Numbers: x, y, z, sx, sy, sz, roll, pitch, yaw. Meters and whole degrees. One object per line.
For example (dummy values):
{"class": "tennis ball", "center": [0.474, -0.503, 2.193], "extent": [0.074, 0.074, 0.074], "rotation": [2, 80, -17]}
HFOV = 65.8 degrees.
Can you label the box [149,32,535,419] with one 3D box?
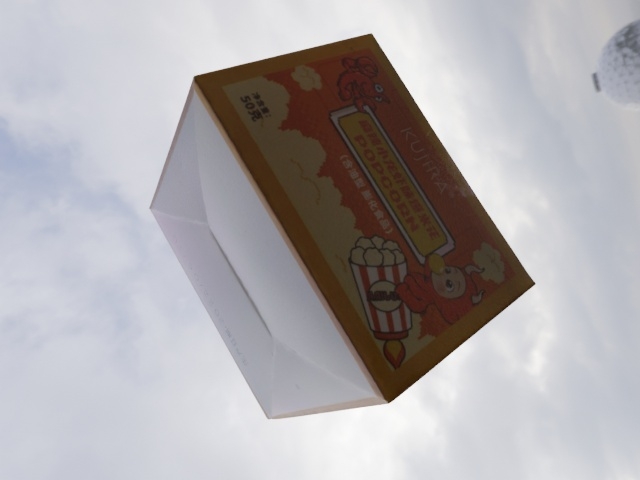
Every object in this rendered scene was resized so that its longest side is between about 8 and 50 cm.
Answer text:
{"class": "box", "center": [0.000, 0.000, 0.507], "extent": [0.213, 0.259, 0.284], "rotation": [-28, -96, -34]}
